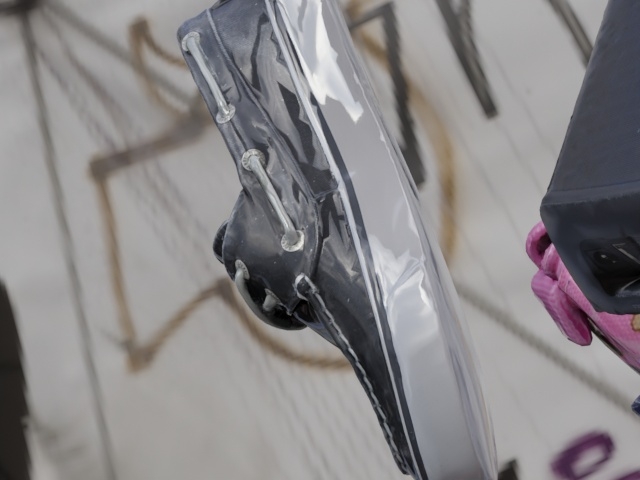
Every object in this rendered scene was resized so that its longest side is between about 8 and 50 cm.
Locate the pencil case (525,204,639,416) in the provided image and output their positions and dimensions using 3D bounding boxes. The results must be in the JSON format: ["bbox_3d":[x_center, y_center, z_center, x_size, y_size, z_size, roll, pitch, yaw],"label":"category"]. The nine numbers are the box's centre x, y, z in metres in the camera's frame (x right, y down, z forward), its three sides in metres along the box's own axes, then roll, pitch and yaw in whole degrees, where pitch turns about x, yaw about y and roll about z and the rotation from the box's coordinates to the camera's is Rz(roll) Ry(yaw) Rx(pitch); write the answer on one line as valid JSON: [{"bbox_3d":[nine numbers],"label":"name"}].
[{"bbox_3d":[0.230,-0.097,0.688,0.167,0.160,0.386,10,-66,-55],"label":"pencil case"}]

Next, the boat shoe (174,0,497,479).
[{"bbox_3d":[0.000,0.000,0.926,0.102,0.301,0.108,-23,-24,6],"label":"boat shoe"}]

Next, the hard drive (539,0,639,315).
[{"bbox_3d":[0.168,-0.072,0.528,0.054,0.172,0.255,32,-25,-25],"label":"hard drive"}]
